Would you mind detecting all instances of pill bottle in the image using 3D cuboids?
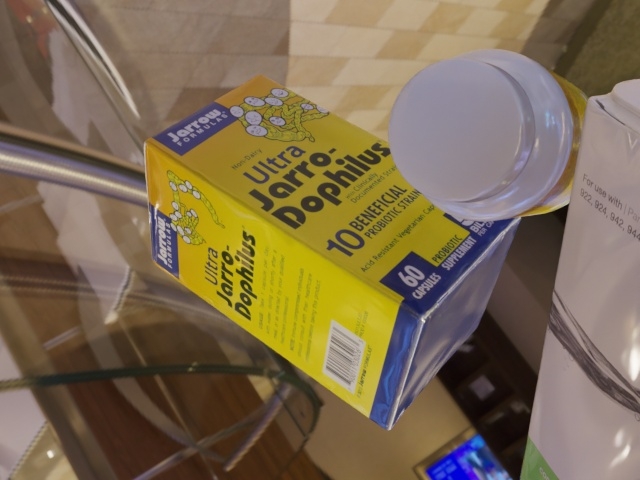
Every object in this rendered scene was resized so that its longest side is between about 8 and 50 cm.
[{"bbox_3d":[0.129,-0.073,0.557,0.117,0.117,0.208,-44,163,24],"label":"pill bottle"}]

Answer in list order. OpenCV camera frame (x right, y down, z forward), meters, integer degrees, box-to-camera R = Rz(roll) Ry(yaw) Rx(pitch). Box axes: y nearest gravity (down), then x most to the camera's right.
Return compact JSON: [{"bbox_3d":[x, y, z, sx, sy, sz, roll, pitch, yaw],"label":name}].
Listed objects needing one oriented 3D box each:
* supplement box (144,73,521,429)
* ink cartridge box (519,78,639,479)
[{"bbox_3d":[0.000,0.000,0.862,0.194,0.356,0.195,-40,152,-37],"label":"supplement box"},{"bbox_3d":[0.227,0.057,0.393,0.198,0.115,0.273,-11,124,-14],"label":"ink cartridge box"}]
